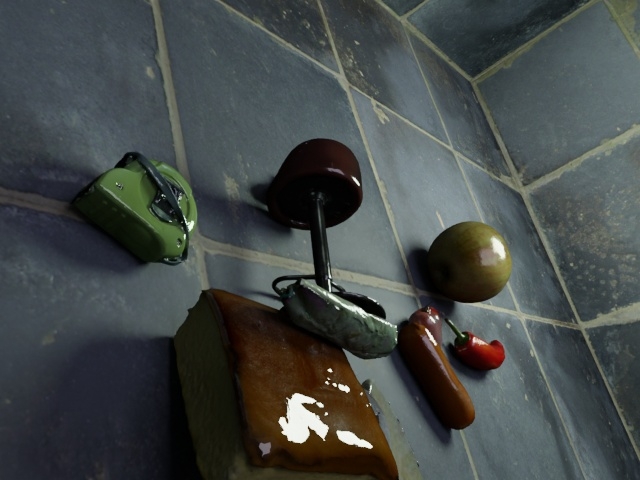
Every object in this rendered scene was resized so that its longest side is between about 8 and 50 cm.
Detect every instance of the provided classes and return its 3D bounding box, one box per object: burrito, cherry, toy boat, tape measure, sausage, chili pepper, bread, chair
[{"bbox_3d":[0.033,0.145,1.034,0.309,0.096,0.066,34,35,-43],"label":"burrito"},{"bbox_3d":[0.277,0.232,1.556,0.106,0.087,0.126,26,62,-51],"label":"cherry"},{"bbox_3d":[0.115,0.416,1.173,0.293,0.111,0.276,34,37,-55],"label":"toy boat"},{"bbox_3d":[-0.287,-0.057,0.983,0.200,0.106,0.175,45,37,-25],"label":"tape measure"},{"bbox_3d":[0.295,0.346,1.483,0.300,0.089,0.083,58,38,-2],"label":"sausage"},{"bbox_3d":[0.484,0.334,1.782,0.368,0.092,0.137,30,22,-49],"label":"chili pepper"},{"bbox_3d":[-0.056,0.259,0.942,0.333,0.143,0.323,28,23,-41],"label":"bread"},{"bbox_3d":[0.000,0.000,1.225,0.226,0.226,0.401,29,43,-39],"label":"chair"}]

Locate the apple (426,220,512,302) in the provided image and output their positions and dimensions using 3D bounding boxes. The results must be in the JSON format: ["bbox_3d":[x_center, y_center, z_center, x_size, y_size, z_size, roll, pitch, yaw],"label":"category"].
[{"bbox_3d":[0.449,0.072,1.800,0.234,0.257,0.256,-19,78,-25],"label":"apple"}]

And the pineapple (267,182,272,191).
[{"bbox_3d":[-0.085,-0.127,1.388,0.058,0.058,0.124,54,25,-8],"label":"pineapple"}]
